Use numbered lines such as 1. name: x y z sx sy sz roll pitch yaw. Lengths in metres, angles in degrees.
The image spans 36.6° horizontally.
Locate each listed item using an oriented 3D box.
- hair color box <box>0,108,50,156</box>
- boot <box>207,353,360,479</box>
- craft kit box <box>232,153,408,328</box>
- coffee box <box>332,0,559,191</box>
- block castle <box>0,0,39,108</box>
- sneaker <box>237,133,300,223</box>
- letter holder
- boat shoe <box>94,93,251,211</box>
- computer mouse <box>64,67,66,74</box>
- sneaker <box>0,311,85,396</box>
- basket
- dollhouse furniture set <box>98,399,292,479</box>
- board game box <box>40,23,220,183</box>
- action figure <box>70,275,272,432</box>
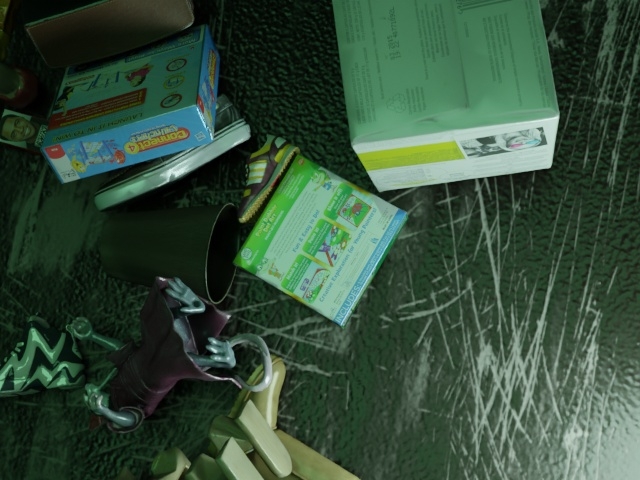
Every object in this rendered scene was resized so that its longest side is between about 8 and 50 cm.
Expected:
1. hair color box: -0.593 -0.217 1.993 0.141 0.043 0.072 15 82 13
2. boot: -0.042 0.372 1.756 0.269 0.089 0.236 32 98 15
3. craft kit box: 0.000 0.000 1.839 0.246 0.061 0.250 30 85 12
4. coffee box: 0.223 -0.302 1.717 0.338 0.334 0.338 -8 78 10
5. block castle: -0.775 -0.461 1.995 0.453 0.213 0.303 12 84 14
6. sneaker: -0.119 -0.119 1.883 0.083 0.069 0.185 30 79 23
7. letter holder: -0.401 -0.434 1.894 0.301 0.214 0.152 -18 54 -1
8. boat shoe: -0.303 -0.173 1.889 0.335 0.121 0.119 -30 93 -8
9. computer mouse: -0.530 -0.447 2.032 0.071 0.041 0.242 -11 77 7
10. sneaker: -0.576 0.219 1.874 0.234 0.094 0.153 -8 76 8
11. basket: -0.288 0.018 1.837 0.226 0.154 0.204 3 56 15
12. dollhouse furniture set: -0.230 0.522 1.588 0.362 0.394 0.256 -30 101 17
13. board game box: -0.353 -0.267 1.851 0.308 0.086 0.302 -14 40 10
14. action figure: -0.306 0.233 1.783 0.370 0.275 0.248 -46 38 31
